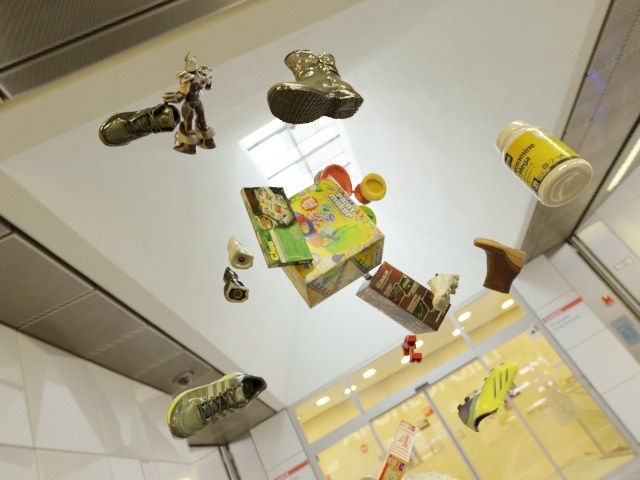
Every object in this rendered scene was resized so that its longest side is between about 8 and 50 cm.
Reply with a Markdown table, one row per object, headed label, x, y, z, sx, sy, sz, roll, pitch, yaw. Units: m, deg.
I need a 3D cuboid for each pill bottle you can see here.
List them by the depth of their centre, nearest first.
| label | x | y | z | sx | sy | sz | roll | pitch | yaw |
| --- | --- | --- | --- | --- | --- | --- | --- | --- | --- |
| pill bottle | 0.782 | -0.288 | 1.624 | 0.187 | 0.334 | 0.188 | -11 | -46 | -12 |

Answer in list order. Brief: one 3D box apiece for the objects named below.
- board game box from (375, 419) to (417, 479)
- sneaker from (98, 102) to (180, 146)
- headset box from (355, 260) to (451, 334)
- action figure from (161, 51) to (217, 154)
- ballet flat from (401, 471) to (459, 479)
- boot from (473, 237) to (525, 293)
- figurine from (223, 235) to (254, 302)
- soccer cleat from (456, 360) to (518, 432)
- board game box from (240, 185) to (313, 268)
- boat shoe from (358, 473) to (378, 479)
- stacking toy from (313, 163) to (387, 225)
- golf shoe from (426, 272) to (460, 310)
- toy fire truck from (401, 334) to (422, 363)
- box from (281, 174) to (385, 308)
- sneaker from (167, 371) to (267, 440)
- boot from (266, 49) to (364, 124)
| label | x | y | z | sx | sy | sz | roll | pitch | yaw |
| --- | --- | --- | --- | --- | --- | --- | --- | --- | --- |
| board game box | 0.162 | 0.539 | 1.048 | 0.147 | 0.045 | 0.194 | -21 | -48 | -69 |
| sneaker | -0.481 | -0.319 | 1.227 | 0.227 | 0.130 | 0.087 | -28 | -69 | -34 |
| headset box | 0.261 | 0.193 | 1.542 | 0.110 | 0.293 | 0.218 | -56 | -2 | -17 |
| action figure | -0.374 | -0.395 | 1.310 | 0.185 | 0.099 | 0.285 | -38 | -36 | -46 |
| ballet flat | 0.368 | 0.680 | 1.160 | 0.408 | 0.147 | 0.147 | 20 | -42 | -3 |
| boot | 0.749 | 0.111 | 1.964 | 0.090 | 0.248 | 0.207 | -83 | 12 | -75 |
| figurine | -0.329 | 0.101 | 1.734 | 0.092 | 0.209 | 0.215 | 5 | -76 | -23 |
| soccer cleat | 0.617 | 0.557 | 1.611 | 0.289 | 0.121 | 0.093 | -46 | -50 | 0 |
| board game box | -0.125 | -0.044 | 1.271 | 0.136 | 0.260 | 0.030 | -4 | -32 | -35 |
| boat shoe | 0.173 | 0.850 | 1.591 | 0.083 | 0.065 | 0.183 | -18 | -25 | -43 |
| stacking toy | 0.103 | -0.158 | 1.873 | 0.308 | 0.280 | 0.130 | 14 | -13 | -23 |
| golf shoe | 0.353 | 0.150 | 1.352 | 0.176 | 0.086 | 0.069 | -34 | -47 | -53 |
| toy fire truck | 0.403 | 0.493 | 2.007 | 0.047 | 0.135 | 0.192 | 1 | -32 | -1 |
| box | 0.000 | 0.000 | 1.411 | 0.279 | 0.290 | 0.177 | -31 | -29 | -16 |
| sneaker | -0.261 | 0.412 | 1.171 | 0.121 | 0.111 | 0.300 | -24 | -3 | 34 |
| boot | -0.052 | -0.448 | 1.288 | 0.338 | 0.223 | 0.118 | -11 | -28 | -45 |
